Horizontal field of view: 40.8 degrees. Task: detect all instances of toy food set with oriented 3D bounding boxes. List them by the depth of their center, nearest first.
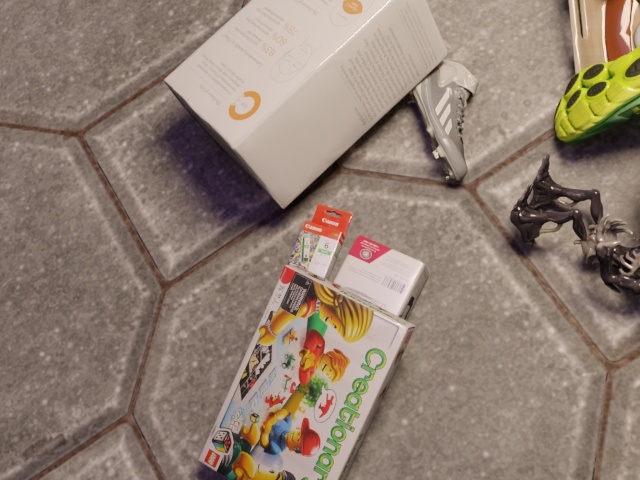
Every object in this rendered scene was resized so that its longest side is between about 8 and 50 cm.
[{"bbox_3d":[0.507,-0.346,1.204,0.306,0.092,0.220,-6,86,25],"label":"toy food set"}]

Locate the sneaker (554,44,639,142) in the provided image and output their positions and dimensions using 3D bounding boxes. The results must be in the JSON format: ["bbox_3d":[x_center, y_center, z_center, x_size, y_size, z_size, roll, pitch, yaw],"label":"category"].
[{"bbox_3d":[0.442,-0.202,1.165,0.295,0.123,0.109,-31,40,49],"label":"sneaker"}]

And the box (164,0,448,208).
[{"bbox_3d":[-0.020,-0.257,1.281,0.345,0.168,0.215,-43,51,-3],"label":"box"}]

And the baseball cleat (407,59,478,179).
[{"bbox_3d":[0.198,-0.193,1.290,0.109,0.072,0.206,-23,69,5],"label":"baseball cleat"}]

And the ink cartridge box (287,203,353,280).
[{"bbox_3d":[0.000,0.000,1.293,0.062,0.029,0.115,18,77,18],"label":"ink cartridge box"}]

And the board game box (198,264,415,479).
[{"bbox_3d":[-0.021,0.211,1.174,0.193,0.053,0.305,26,96,19],"label":"board game box"}]

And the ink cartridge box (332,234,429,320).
[{"bbox_3d":[0.072,0.085,1.230,0.109,0.063,0.151,25,80,20],"label":"ink cartridge box"}]

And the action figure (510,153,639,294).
[{"bbox_3d":[0.398,-0.015,1.143,0.275,0.141,0.164,27,50,24],"label":"action figure"}]
